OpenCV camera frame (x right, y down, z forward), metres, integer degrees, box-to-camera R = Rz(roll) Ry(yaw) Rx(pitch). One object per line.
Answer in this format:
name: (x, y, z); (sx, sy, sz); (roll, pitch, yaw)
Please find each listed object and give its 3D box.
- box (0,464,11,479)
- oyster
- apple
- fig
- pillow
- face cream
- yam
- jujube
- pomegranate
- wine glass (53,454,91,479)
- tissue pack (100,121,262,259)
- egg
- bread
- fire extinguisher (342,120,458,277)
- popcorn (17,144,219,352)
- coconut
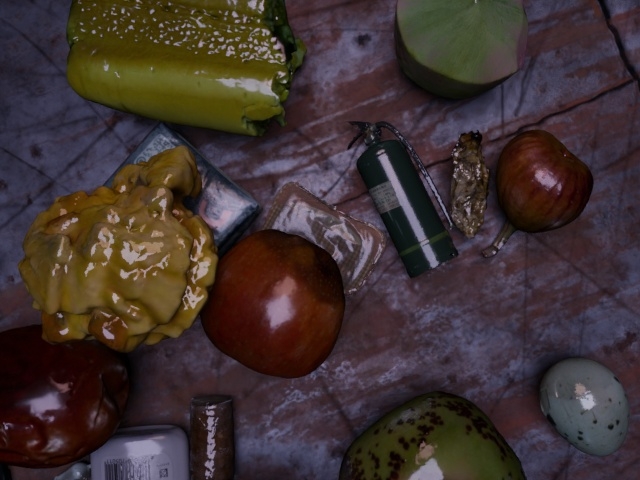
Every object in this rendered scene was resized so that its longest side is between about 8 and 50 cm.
box: (-0.618, 0.440, 1.040); (0.160, 0.050, 0.231); (-12, 86, 2)
oyster: (0.252, -0.092, 0.995); (0.056, 0.105, 0.177); (7, 87, 32)
apple: (-0.065, 0.097, 0.946); (0.229, 0.230, 0.230); (0, 87, 3)
fig: (0.357, -0.075, 0.977); (0.149, 0.148, 0.202); (15, 130, 32)
pillow: (0.002, -0.002, 1.039); (0.211, 0.034, 0.135); (28, 88, 3)
face cream: (-0.292, 0.485, 1.002); (0.162, 0.080, 0.337); (-5, 87, -4)
yam: (-0.182, 0.335, 1.009); (0.079, 0.079, 0.141); (-1, 86, 3)
jujube: (-0.469, 0.244, 0.967); (0.317, 0.223, 0.223); (-2, 87, 13)
pomegranate: (0.169, 0.375, 0.854); (0.284, 0.341, 0.285); (0, 88, -1)
wine glass: (-0.417, 0.398, 1.037); (0.083, 0.042, 0.039); (-30, 57, 3)
tissue pack: (-0.284, -0.014, 1.022); (0.228, 0.103, 0.316); (41, 89, 7)
egg: (0.418, 0.266, 0.954); (0.131, 0.131, 0.164); (-20, 93, 2)
bread: (-0.215, -0.308, 0.980); (0.376, 0.208, 0.251); (11, 84, 4)
fire extinguisher: (0.128, -0.089, 1.009); (0.118, 0.093, 0.295); (-30, 83, 43)
popcorn: (-0.265, 0.013, 0.852); (0.264, 0.225, 0.332); (26, 74, 23)
coconut: (0.217, -0.335, 0.947); (0.204, 0.236, 0.236); (-7, 86, 0)
